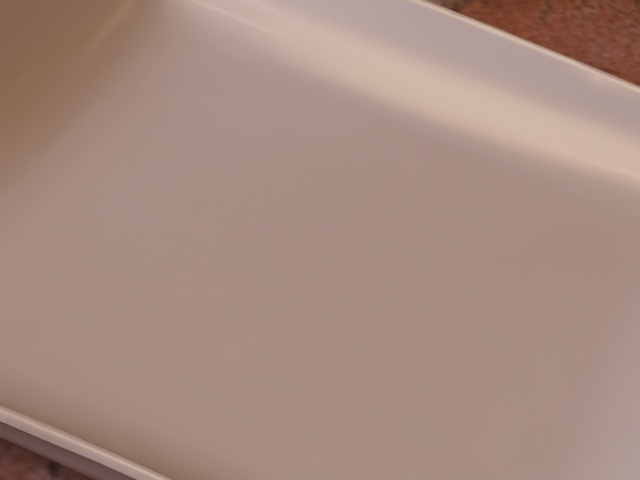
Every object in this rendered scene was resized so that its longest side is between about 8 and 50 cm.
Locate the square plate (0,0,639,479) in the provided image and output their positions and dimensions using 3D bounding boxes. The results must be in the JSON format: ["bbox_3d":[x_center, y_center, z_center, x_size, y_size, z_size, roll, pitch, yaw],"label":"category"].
[{"bbox_3d":[0.000,0.000,0.633,0.347,0.049,0.344,22,38,10],"label":"square plate"}]
